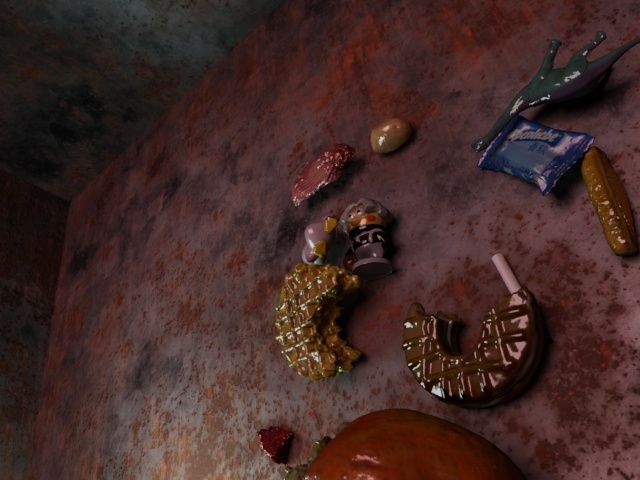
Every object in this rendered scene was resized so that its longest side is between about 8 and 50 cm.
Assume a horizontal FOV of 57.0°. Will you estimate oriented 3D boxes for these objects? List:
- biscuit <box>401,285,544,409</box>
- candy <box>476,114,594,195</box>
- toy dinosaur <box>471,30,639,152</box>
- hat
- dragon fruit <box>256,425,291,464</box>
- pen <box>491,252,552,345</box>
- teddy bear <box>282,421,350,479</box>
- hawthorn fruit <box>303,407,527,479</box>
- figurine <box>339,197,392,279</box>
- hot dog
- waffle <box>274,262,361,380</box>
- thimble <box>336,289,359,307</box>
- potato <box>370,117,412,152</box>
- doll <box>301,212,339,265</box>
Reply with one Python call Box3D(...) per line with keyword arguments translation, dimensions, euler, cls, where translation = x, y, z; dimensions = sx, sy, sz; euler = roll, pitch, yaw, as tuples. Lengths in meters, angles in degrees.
Box3D(translation=(0.347, 0.257, 1.384), dimensions=(0.366, 0.115, 0.268), euler=(-22, 57, 44), cls="biscuit")
Box3D(translation=(0.537, -0.229, 1.525), dimensions=(0.187, 0.077, 0.331), euler=(-54, 29, 5), cls="candy")
Box3D(translation=(0.591, -0.357, 1.472), dimensions=(0.383, 0.129, 0.331), euler=(2, 54, 55), cls="toy dinosaur")
Box3D(translation=(0.021, -0.249, 2.039), dimensions=(0.286, 0.107, 0.236), euler=(-30, 37, 46), cls="hat")
Box3D(translation=(-0.142, 0.607, 1.737), dimensions=(0.131, 0.063, 0.097), euler=(3, 34, 42), cls="dragon fruit")
Box3D(translation=(0.476, 0.134, 1.410), dimensions=(0.033, 0.033, 0.269), euler=(-38, 45, 23), cls="pen")
Box3D(translation=(0.010, 0.622, 1.488), dimensions=(0.256, 0.156, 0.267), euler=(-44, 43, 19), cls="teddy bear")
Box3D(translation=(0.191, 0.562, 1.143), dimensions=(0.472, 0.472, 0.471), euler=(-24, 51, 34), cls="hawthorn fruit")
Box3D(translation=(0.136, -0.007, 1.763), dimensions=(0.176, 0.133, 0.236), euler=(-25, 55, 36), cls="figurine")
Box3D(translation=(0.652, -0.090, 1.342), dimensions=(0.068, 0.083, 0.288), euler=(-41, 40, 47), cls="hot dog")
Box3D(translation=(-0.004, 0.228, 1.690), dimensions=(0.261, 0.151, 0.324), euler=(-2, 85, 46), cls="waffle")
Box3D(translation=(0.059, 0.161, 1.786), dimensions=(0.110, 0.062, 0.084), euler=(-38, 46, 23), cls="thimble")
Box3D(translation=(0.226, -0.343, 1.898), dimensions=(0.147, 0.112, 0.112), euler=(-22, 53, 31), cls="potato")
Box3D(translation=(-0.001, 0.000, 1.786), dimensions=(0.365, 0.094, 0.160), euler=(82, -148, -83), cls="doll")
